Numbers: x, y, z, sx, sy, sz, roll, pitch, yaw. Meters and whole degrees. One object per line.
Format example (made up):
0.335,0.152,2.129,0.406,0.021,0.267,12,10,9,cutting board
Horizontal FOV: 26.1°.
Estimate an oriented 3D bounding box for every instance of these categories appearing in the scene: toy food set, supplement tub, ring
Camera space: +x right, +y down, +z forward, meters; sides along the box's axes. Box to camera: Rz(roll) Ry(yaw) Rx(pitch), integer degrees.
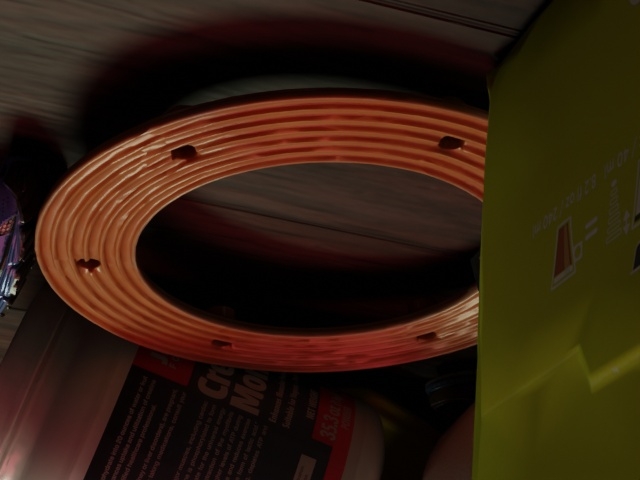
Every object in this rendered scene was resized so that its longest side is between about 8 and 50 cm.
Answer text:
0.035,0.178,1.178,0.218,0.071,0.128,35,106,-32,toy food set
-0.108,0.160,1.001,0.272,0.191,0.191,24,153,-7,supplement tub
0.000,0.000,0.826,0.336,0.032,0.336,-2,151,-1,ring

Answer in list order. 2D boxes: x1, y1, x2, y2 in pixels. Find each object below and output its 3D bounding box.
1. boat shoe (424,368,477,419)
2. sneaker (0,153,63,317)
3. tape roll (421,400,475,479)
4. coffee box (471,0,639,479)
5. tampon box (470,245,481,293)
0.167,0.152,1.119,0.183,0.066,0.066,15,153,-21,boat shoe
-0.229,0.006,0.871,0.087,0.083,0.221,28,144,-17,sneaker
0.242,0.247,0.937,0.392,0.392,0.072,19,127,-28,tape roll
0.269,0.035,0.518,0.334,0.338,0.337,13,154,-14,coffee box
0.184,0.035,0.748,0.161,0.120,0.101,1,149,-20,tampon box
